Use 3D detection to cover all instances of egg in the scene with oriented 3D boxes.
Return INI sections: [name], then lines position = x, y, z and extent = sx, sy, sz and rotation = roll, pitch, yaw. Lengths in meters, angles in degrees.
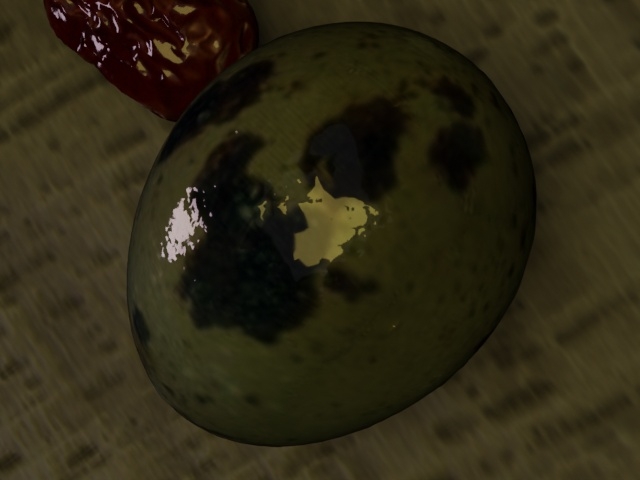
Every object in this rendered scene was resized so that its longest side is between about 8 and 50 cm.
[egg]
position = 0.000, 0.000, 1.455
extent = 0.345, 0.345, 0.428
rotation = 47, 114, 4

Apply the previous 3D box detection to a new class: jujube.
[jujube]
position = -0.171, -0.215, 1.572
extent = 0.230, 0.155, 0.155
rotation = 30, 98, 13
